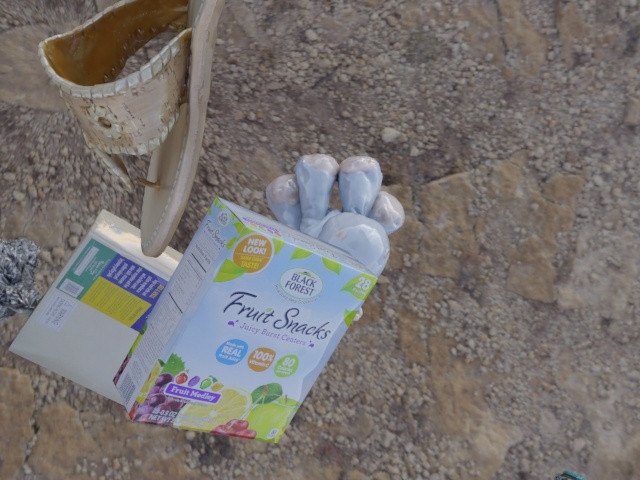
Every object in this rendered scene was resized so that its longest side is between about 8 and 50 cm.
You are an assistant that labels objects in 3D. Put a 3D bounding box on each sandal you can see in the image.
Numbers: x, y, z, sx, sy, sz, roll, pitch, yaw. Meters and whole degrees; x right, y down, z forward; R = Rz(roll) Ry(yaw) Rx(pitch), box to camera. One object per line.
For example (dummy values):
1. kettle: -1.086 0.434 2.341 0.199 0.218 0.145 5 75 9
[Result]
1. sandal: -0.085 -0.089 0.326 0.079 0.088 0.240 9 136 -25

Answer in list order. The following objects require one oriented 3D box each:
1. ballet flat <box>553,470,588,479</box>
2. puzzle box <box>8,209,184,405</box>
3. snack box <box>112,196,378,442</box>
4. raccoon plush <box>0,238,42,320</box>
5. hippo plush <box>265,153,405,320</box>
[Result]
1. ballet flat: 0.170 0.163 0.371 0.114 0.041 0.041 26 94 7
2. puzzle box: -0.318 0.139 1.170 0.272 0.052 0.409 33 133 -18
3. snack box: -0.069 0.084 0.683 0.175 0.070 0.207 22 102 -40
4. raccoon plush: -0.625 0.030 1.132 0.299 0.446 0.216 -8 71 -12
5. hippo plush: 0.000 0.000 1.214 0.234 0.236 0.294 38 112 -13
